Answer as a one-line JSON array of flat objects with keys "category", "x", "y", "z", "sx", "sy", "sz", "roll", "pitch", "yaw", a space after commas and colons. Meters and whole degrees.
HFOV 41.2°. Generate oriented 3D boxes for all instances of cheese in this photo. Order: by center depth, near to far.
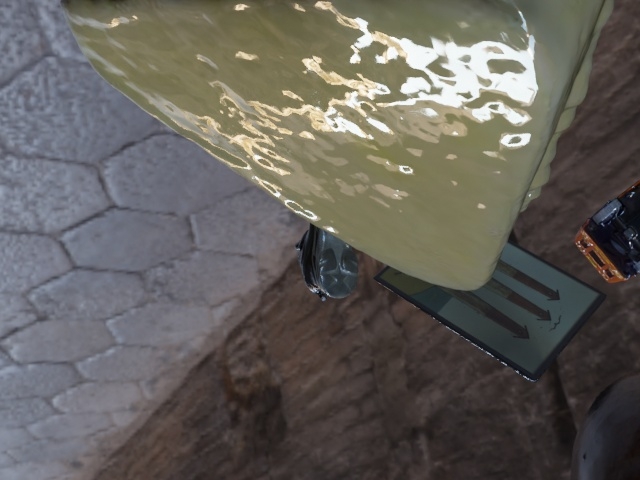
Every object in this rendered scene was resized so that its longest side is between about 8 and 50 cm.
[{"category": "cheese", "x": 0.039, "y": -0.084, "z": 0.602, "sx": 0.384, "sy": 0.104, "sz": 0.384, "roll": 24, "pitch": 161, "yaw": 9}]

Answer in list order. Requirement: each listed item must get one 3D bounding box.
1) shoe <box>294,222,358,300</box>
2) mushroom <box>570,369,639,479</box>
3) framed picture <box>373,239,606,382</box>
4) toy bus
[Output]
[{"category": "shoe", "x": 0.000, "y": 0.000, "z": 1.142, "sx": 0.071, "sy": 0.169, "sz": 0.099, "roll": 7, "pitch": 164, "yaw": -31}, {"category": "mushroom", "x": 0.343, "y": 0.274, "z": 0.787, "sx": 0.345, "sy": 0.345, "sz": 0.239, "roll": 7, "pitch": 164, "yaw": -37}, {"category": "framed picture", "x": 0.290, "y": 0.081, "z": 1.462, "sx": 0.244, "sy": 0.324, "sz": 0.013, "roll": -39, "pitch": 148, "yaw": -34}, {"category": "toy bus", "x": 0.651, "y": -0.063, "z": 1.613, "sx": 0.329, "sy": 0.143, "sz": 0.153, "roll": -37, "pitch": 168, "yaw": -4}]
